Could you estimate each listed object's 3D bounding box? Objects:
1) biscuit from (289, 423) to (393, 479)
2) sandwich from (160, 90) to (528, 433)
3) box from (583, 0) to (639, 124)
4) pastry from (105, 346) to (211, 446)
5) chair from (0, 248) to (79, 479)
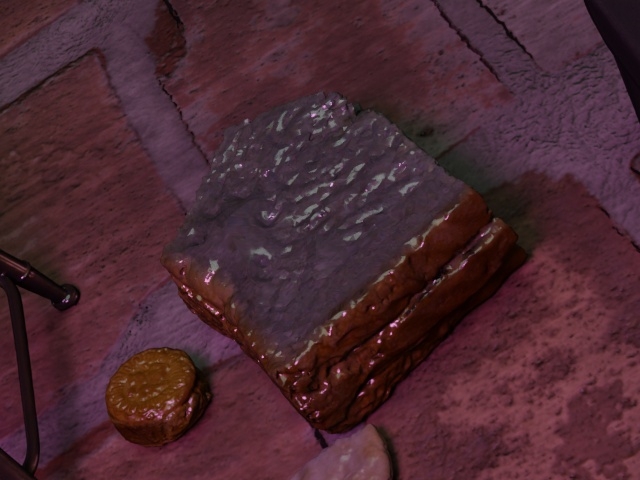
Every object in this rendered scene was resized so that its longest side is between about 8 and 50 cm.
[{"bbox_3d":[-0.029,0.268,1.564,0.250,0.032,0.133,-36,42,-2],"label":"biscuit"},{"bbox_3d":[0.000,0.001,1.714,0.262,0.131,0.325,-43,42,-7],"label":"sandwich"},{"bbox_3d":[0.418,-0.119,1.511,0.251,0.204,0.345,-30,43,4],"label":"box"},{"bbox_3d":[-0.157,0.148,1.730,0.097,0.057,0.109,-38,44,-6],"label":"pastry"},{"bbox_3d":[-0.466,0.123,1.682,0.364,0.410,0.362,-26,43,9],"label":"chair"}]
